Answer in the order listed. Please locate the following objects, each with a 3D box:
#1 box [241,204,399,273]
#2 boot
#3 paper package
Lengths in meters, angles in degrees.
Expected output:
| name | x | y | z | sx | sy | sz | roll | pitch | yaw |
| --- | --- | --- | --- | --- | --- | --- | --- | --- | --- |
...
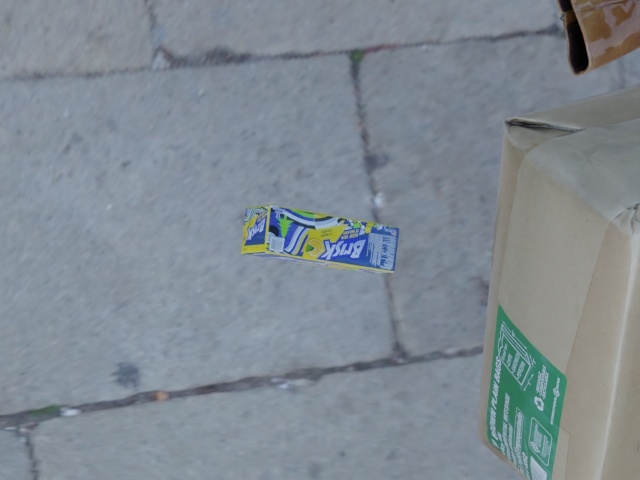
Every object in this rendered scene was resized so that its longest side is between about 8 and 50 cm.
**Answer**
| name | x | y | z | sx | sy | sz | roll | pitch | yaw |
| --- | --- | --- | --- | --- | --- | --- | --- | --- | --- |
| box | 0.000 | 0.000 | 1.628 | 0.169 | 0.059 | 0.054 | 10 | 82 | -31 |
| boot | 0.373 | -0.350 | 1.727 | 0.280 | 0.096 | 0.264 | -17 | 105 | -23 |
| paper package | 0.289 | 0.042 | 1.119 | 0.309 | 0.168 | 0.325 | -15 | 129 | -19 |
